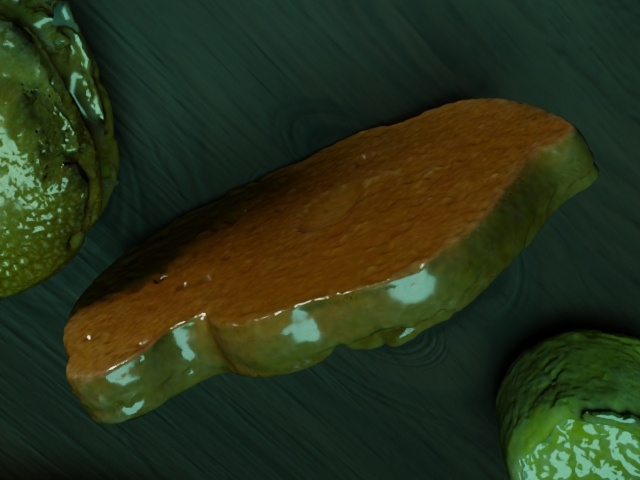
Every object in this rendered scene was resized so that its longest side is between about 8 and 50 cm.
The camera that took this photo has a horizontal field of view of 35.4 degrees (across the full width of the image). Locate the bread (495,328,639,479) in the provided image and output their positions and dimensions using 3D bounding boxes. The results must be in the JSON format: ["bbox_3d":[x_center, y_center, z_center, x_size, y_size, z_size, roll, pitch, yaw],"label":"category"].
[{"bbox_3d":[0.277,0.189,1.017,0.197,0.170,0.197,3,117,7],"label":"bread"}]

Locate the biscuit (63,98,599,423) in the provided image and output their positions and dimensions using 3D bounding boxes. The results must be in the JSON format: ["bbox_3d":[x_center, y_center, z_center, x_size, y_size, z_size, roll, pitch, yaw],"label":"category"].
[{"bbox_3d":[0.000,0.001,0.826,0.455,0.350,0.078,-19,115,19],"label":"biscuit"}]

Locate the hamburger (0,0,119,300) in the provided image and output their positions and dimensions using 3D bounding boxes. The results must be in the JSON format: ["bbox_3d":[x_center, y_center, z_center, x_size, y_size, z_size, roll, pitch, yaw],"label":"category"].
[{"bbox_3d":[-0.325,-0.085,0.852,0.314,0.170,0.290,-22,115,3],"label":"hamburger"}]
